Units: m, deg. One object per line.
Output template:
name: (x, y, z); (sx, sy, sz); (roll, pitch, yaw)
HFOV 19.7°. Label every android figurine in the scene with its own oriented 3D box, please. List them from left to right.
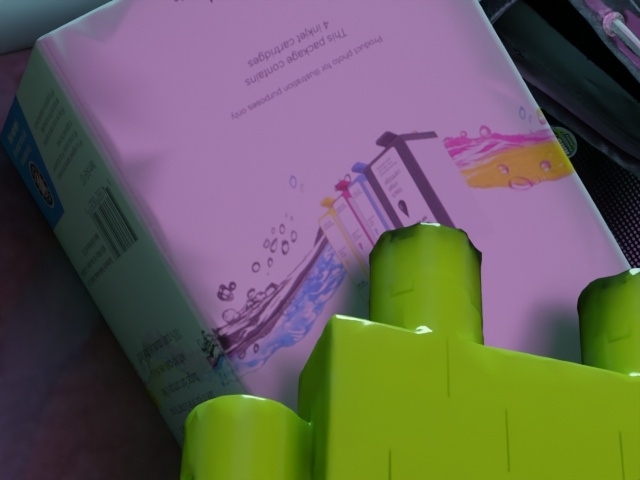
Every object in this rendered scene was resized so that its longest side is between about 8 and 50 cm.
android figurine: (0.073, 0.121, 0.603); (0.248, 0.056, 0.273); (11, 52, -14)

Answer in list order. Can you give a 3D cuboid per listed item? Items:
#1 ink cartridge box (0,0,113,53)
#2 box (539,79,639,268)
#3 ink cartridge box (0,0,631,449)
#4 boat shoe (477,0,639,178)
ink cartridge box: (-0.143, -0.215, 0.833); (0.172, 0.100, 0.237); (-18, 83, -33)
box: (0.138, 0.026, 0.941); (0.184, 0.045, 0.191); (-31, 89, -35)
ink cartridge box: (0.000, 0.000, 0.775); (0.168, 0.171, 0.233); (-30, 90, -18)
boat shoe: (0.081, -0.136, 0.914); (0.306, 0.113, 0.105); (40, 58, -4)
